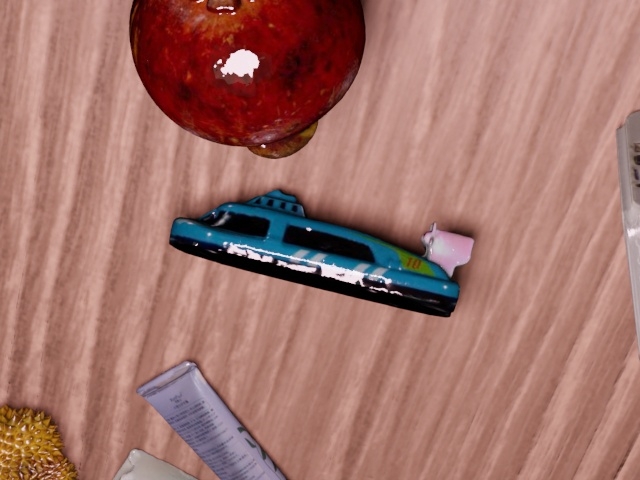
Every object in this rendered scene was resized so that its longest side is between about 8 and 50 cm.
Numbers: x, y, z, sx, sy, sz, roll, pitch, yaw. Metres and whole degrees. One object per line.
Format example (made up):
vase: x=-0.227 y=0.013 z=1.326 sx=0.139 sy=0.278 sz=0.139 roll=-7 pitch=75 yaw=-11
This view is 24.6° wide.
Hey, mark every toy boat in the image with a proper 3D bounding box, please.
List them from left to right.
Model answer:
toy boat: x=0.000 y=0.000 z=1.487 sx=0.298 sy=0.134 sz=0.092 roll=14 pitch=86 yaw=2

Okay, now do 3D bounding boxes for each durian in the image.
durian: x=-0.352 y=0.266 z=1.673 sx=0.137 sy=0.168 sz=0.158 roll=-16 pitch=101 yaw=37

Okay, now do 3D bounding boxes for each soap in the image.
soap: x=-0.223 y=0.349 z=1.750 sx=0.114 sy=0.063 sz=0.198 roll=30 pitch=121 yaw=-11

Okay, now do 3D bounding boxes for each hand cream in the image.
hand cream: x=-0.101 y=0.244 z=1.674 sx=0.088 sy=0.055 sz=0.256 roll=-29 pitch=111 yaw=32

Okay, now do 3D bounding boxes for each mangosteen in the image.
mangosteen: x=-0.062 y=-0.174 z=1.338 sx=0.215 sy=0.215 sz=0.257 roll=1 pitch=157 yaw=8

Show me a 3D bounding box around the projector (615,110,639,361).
projector: x=0.344 y=0.026 z=1.380 sx=0.108 sy=0.198 sz=0.250 roll=-6 pitch=120 yaw=13
